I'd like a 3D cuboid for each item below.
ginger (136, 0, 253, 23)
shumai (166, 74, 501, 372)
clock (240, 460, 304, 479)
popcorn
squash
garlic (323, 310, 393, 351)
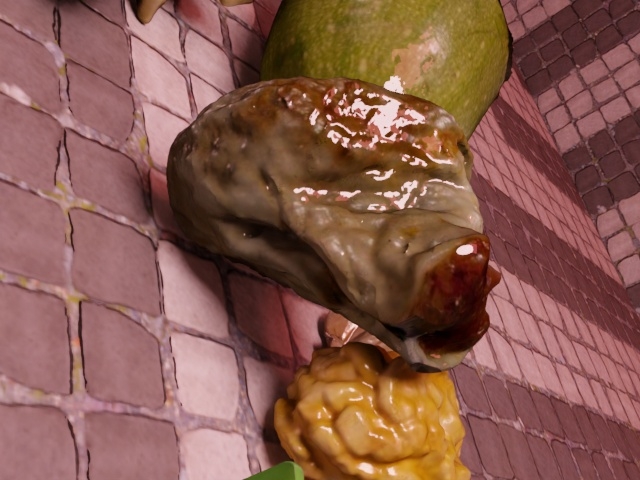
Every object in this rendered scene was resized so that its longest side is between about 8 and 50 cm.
[{"bbox_3d":[-0.059,-0.372,0.781,0.211,0.358,0.413,29,39,-12],"label":"ginger"},{"bbox_3d":[0.000,0.000,0.633,0.222,0.272,0.203,57,29,-48],"label":"shumai"},{"bbox_3d":[0.033,0.295,0.524,0.255,0.106,0.219,34,35,-40],"label":"clock"},{"bbox_3d":[0.056,0.159,0.682,0.194,0.140,0.163,48,33,-23],"label":"popcorn"},{"bbox_3d":[0.035,-0.172,0.903,0.310,0.310,0.309,50,45,-15],"label":"squash"},{"bbox_3d":[0.056,0.107,0.802,0.113,0.094,0.074,54,-14,5],"label":"garlic"}]
